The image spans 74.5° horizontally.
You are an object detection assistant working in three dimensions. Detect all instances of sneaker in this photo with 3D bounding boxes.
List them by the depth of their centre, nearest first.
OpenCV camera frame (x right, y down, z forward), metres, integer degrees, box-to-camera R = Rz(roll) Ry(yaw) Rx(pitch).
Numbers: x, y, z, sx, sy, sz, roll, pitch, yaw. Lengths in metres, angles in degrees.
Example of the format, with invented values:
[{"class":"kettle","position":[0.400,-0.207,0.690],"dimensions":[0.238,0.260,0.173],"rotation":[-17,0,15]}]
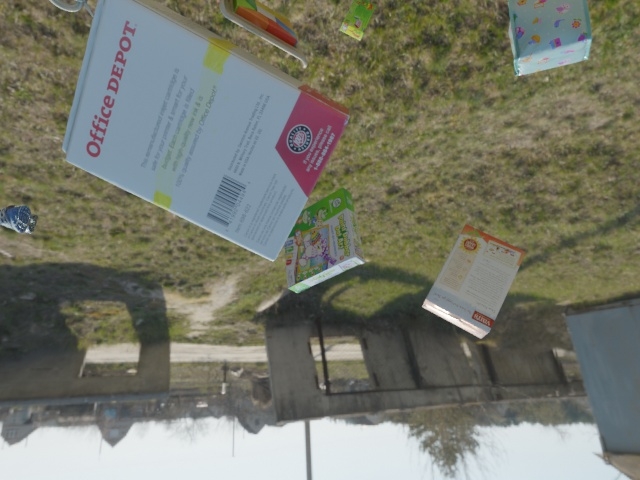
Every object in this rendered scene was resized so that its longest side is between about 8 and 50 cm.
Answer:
[{"class":"sneaker","position":[-0.606,-0.042,0.827],"dimensions":[0.058,0.052,0.135],"rotation":[14,165,-21]}]

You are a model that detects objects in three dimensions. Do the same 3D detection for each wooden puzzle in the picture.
[{"class":"wooden puzzle","position":[-0.136,-0.534,1.019],"dimensions":[0.239,0.221,0.044],"rotation":[23,124,-31]}]

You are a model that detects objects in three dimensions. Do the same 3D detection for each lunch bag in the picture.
[{"class":"lunch bag","position":[0.718,-0.690,1.334],"dimensions":[0.223,0.262,0.160],"rotation":[-6,170,27]}]

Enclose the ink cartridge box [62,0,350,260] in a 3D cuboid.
[{"class":"ink cartridge box","position":[-0.181,-0.186,0.714],"dimensions":[0.385,0.160,0.279],"rotation":[27,113,-8]}]

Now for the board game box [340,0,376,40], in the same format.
[{"class":"board game box","position":[0.153,-0.902,1.701],"dimensions":[0.092,0.181,0.043],"rotation":[25,155,-7]}]

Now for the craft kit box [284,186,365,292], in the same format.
[{"class":"craft kit box","position":[0.000,0.000,1.264],"dimensions":[0.247,0.250,0.061],"rotation":[-26,143,25]}]

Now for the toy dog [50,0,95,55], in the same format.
[{"class":"toy dog","position":[-0.531,-0.532,1.106],"dimensions":[0.220,0.161,0.333],"rotation":[-30,151,-19]}]

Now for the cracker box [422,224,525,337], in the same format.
[{"class":"cracker box","position":[0.369,0.095,1.017],"dimensions":[0.156,0.232,0.067],"rotation":[29,158,16]}]
